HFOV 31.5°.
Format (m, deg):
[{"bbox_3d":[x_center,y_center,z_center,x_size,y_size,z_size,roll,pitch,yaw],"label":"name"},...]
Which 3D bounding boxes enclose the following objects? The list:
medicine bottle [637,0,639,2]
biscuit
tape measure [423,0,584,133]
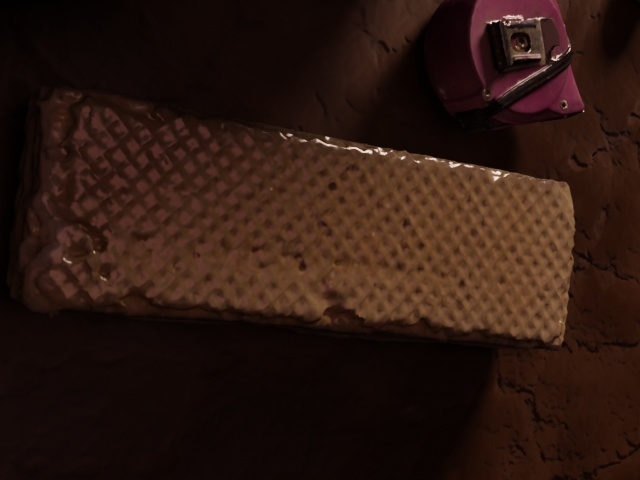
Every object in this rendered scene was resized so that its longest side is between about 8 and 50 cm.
[{"bbox_3d":[0.332,-0.297,1.023,0.051,0.051,0.191,39,69,-25],"label":"medicine bottle"},{"bbox_3d":[0.000,0.000,0.781,0.426,0.078,0.144,9,84,-31],"label":"biscuit"},{"bbox_3d":[0.144,-0.144,0.882,0.125,0.074,0.118,-16,96,-34],"label":"tape measure"}]
